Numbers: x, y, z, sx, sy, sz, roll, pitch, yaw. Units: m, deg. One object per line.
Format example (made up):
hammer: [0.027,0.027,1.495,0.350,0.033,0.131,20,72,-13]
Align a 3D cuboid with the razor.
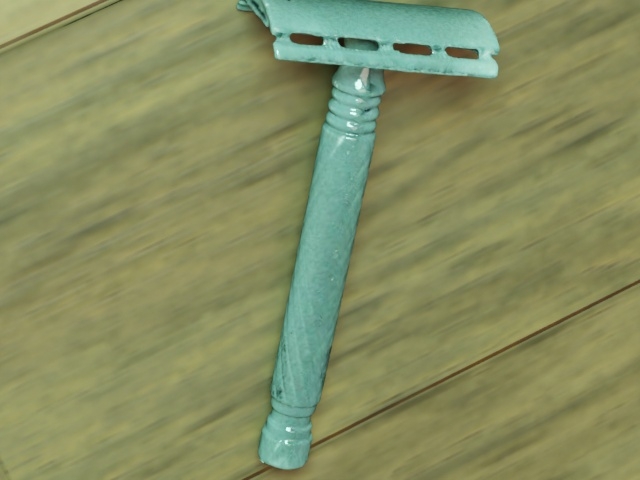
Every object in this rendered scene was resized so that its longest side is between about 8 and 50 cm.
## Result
razor: [0.000,0.000,0.846,0.106,0.068,0.232,4,115,-20]
